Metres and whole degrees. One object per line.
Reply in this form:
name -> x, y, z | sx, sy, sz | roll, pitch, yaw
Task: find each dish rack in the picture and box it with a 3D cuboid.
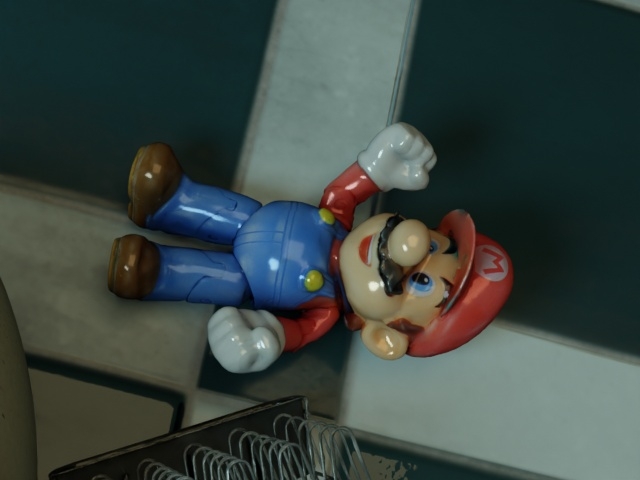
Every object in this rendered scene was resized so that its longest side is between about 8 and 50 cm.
dish rack -> -0.065, 0.176, 0.811 | 0.208, 0.271, 0.074 | -16, 92, -19

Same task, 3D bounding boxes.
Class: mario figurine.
mario figurine -> 0.000, 0.000, 0.935 | 0.320, 0.170, 0.198 | 9, 102, -3

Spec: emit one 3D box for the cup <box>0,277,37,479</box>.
cup -> -0.330, 0.092, 0.769 | 0.331, 0.331, 0.237 | 15, 42, -9
